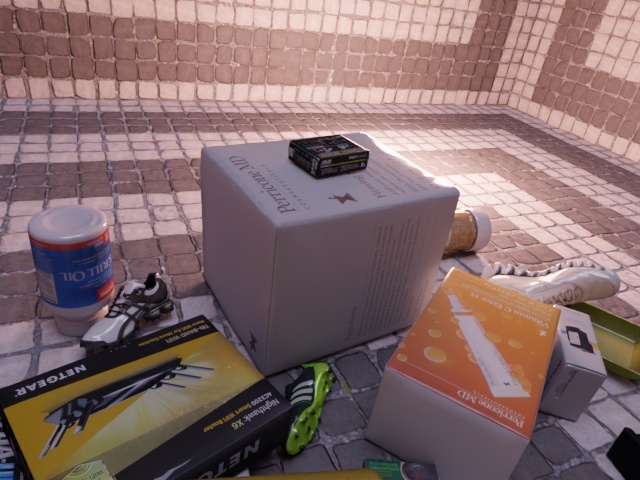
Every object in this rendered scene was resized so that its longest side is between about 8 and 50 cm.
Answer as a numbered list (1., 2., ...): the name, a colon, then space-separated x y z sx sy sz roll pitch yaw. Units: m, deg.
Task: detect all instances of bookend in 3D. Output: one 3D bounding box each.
1. bookend: 0.579 0.374 0.756 0.156 0.072 0.157 0 31 -16

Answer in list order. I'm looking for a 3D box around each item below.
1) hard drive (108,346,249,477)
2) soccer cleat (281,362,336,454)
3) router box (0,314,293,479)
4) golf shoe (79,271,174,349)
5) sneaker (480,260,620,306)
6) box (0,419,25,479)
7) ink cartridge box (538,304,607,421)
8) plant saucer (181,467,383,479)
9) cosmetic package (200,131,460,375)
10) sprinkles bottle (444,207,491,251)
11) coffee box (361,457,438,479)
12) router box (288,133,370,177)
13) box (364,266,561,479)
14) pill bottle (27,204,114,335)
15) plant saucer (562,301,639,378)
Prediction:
1. hard drive: -0.229 0.275 0.740 0.202 0.040 0.308 -2 33 -18
2. soccer cleat: -0.033 0.272 0.791 0.072 0.060 0.179 -4 28 25
3. router box: -0.232 0.244 0.661 0.308 0.081 0.243 -18 40 -42
4. golf shoe: -0.363 0.125 0.887 0.077 0.094 0.198 3 22 26
5. sneaker: 0.514 0.118 1.094 0.292 0.110 0.118 -5 32 28
6. box: -0.414 0.305 0.629 0.175 0.051 0.220 -6 34 -25
7. ink cartridge box: 0.462 0.229 0.913 0.072 0.128 0.175 17 32 9
8. plant saucer: -0.018 0.376 0.446 0.332 0.081 0.333 11 42 -28
9. cosmetic package: 0.000 0.000 0.979 0.393 0.328 0.329 -12 37 -30
10. sprinkles bottle: 0.278 -0.023 1.290 0.355 0.121 0.121 -3 33 -20
11. coffee box: 0.116 0.387 0.642 0.113 0.041 0.184 7 31 -3
12. router box: 0.016 -0.158 0.889 0.122 0.038 0.092 -16 39 -34
13. box: 0.255 0.223 0.829 0.214 0.168 0.345 23 34 22
14. pill bottle: -0.439 0.059 0.867 0.124 0.222 0.124 6 31 -4
15. plant saucer: 0.611 0.216 1.053 0.188 0.045 0.188 26 35 28
